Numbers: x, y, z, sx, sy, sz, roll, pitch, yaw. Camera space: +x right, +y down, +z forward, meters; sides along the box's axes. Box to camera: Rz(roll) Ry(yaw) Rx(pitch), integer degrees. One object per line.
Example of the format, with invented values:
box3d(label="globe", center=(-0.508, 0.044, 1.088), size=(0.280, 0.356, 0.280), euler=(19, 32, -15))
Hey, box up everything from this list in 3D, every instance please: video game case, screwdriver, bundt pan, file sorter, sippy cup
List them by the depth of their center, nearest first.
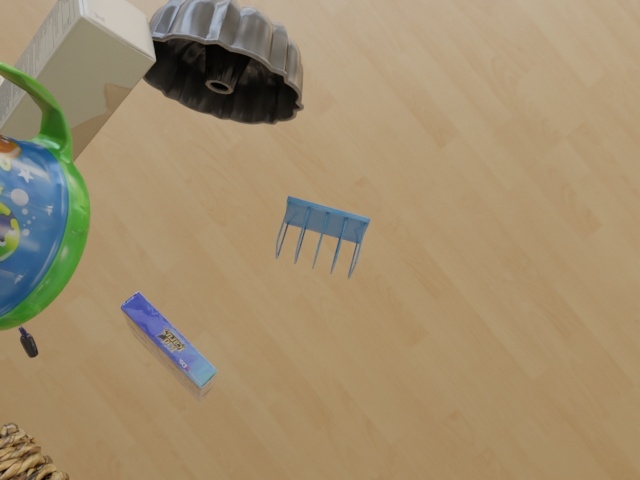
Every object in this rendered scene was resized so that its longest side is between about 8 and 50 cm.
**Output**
box3d(label="sippy cup", center=(-0.407, -0.035, 0.541), size=(0.239, 0.224, 0.306), euler=(-12, 70, 16))
box3d(label="bundt pan", center=(-0.180, -0.348, 1.014), size=(0.330, 0.331, 0.124), euler=(12, 79, 2))
box3d(label="screwdriver", center=(-0.587, 0.158, 1.021), size=(0.024, 0.025, 0.170), euler=(16, 129, 40))
box3d(label="file sorter", center=(0.000, 0.000, 1.081), size=(0.170, 0.118, 0.105), euler=(15, 68, 0))
box3d(label="video game case", center=(-0.370, 0.271, 1.308), size=(0.269, 0.244, 0.061), euler=(43, 65, 7))

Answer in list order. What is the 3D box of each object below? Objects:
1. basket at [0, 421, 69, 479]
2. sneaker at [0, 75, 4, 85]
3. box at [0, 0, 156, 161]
box3d(label="basket", center=(-0.284, 0.332, 0.400), size=(0.223, 0.213, 0.299), euler=(36, 94, 13))
box3d(label="sneaker", center=(-0.792, -0.378, 0.980), size=(0.410, 0.182, 0.158), euler=(18, 51, -4))
box3d(label="box", center=(-0.408, -0.244, 0.840), size=(0.311, 0.121, 0.148), euler=(-38, 51, 24))
